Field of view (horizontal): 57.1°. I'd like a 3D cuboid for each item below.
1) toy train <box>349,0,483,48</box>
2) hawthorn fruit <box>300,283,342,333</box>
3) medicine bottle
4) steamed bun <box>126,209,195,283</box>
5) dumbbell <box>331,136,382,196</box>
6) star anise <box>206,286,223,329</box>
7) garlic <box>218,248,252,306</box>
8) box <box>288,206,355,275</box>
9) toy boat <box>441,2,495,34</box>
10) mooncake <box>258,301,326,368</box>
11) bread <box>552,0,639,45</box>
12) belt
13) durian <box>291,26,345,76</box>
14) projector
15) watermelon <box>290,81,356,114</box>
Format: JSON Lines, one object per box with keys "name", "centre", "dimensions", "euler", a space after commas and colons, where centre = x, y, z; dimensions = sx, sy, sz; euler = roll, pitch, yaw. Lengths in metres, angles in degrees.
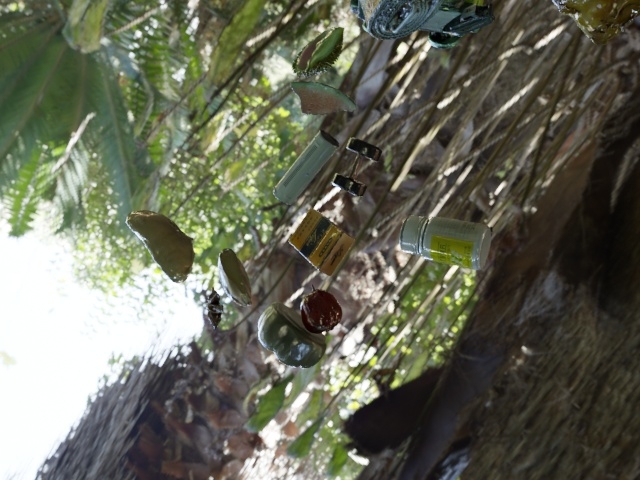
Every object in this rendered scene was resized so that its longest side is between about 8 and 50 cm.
{"name": "toy train", "centre": [0.328, -0.781, 1.929], "dimensions": [0.441, 0.179, 0.272], "euler": [18, -129, 19]}
{"name": "hawthorn fruit", "centre": [-0.004, 0.232, 2.001], "dimensions": [0.172, 0.148, 0.148], "euler": [65, -159, 6]}
{"name": "medicine bottle", "centre": [0.387, 0.000, 1.825], "dimensions": [0.257, 0.144, 0.143], "euler": [13, -175, 28]}
{"name": "steamed bun", "centre": [-0.398, 0.013, 1.578], "dimensions": [0.231, 0.110, 0.212], "euler": [51, 174, 9]}
{"name": "dumbbell", "centre": [0.152, -0.308, 2.471], "dimensions": [0.152, 0.218, 0.152], "euler": [23, -172, -3]}
{"name": "star anise", "centre": [-0.341, 0.203, 1.900], "dimensions": [0.056, 0.124, 0.129], "euler": [0, -132, -23]}
{"name": "garlic", "centre": [-0.269, 0.127, 1.858], "dimensions": [0.101, 0.086, 0.196], "euler": [104, 145, -70]}
{"name": "box", "centre": [0.001, 0.000, 2.018], "dimensions": [0.070, 0.152, 0.237], "euler": [31, -173, -36]}
{"name": "toy boat", "centre": [0.383, -0.575, 1.543], "dimensions": [0.141, 0.055, 0.060], "euler": [-10, 144, 38]}
{"name": "mooncake", "centre": [-0.104, 0.336, 2.073], "dimensions": [0.275, 0.135, 0.275], "euler": [37, -172, -6]}
{"name": "bread", "centre": [0.589, -0.565, 1.120], "dimensions": [0.277, 0.324, 0.167], "euler": [41, -142, -14]}
{"name": "belt", "centre": [0.240, -0.694, 1.668], "dimensions": [0.206, 0.295, 0.161], "euler": [-4, -105, -31]}
{"name": "durian", "centre": [-0.004, -0.597, 1.922], "dimensions": [0.137, 0.221, 0.095], "euler": [15, 149, 54]}
{"name": "projector", "centre": [-0.063, -0.302, 2.451], "dimensions": [0.108, 0.337, 0.108], "euler": [33, -155, -18]}
{"name": "watermelon", "centre": [0.017, -0.352, 1.449], "dimensions": [0.154, 0.080, 0.101], "euler": [5, -162, 19]}
